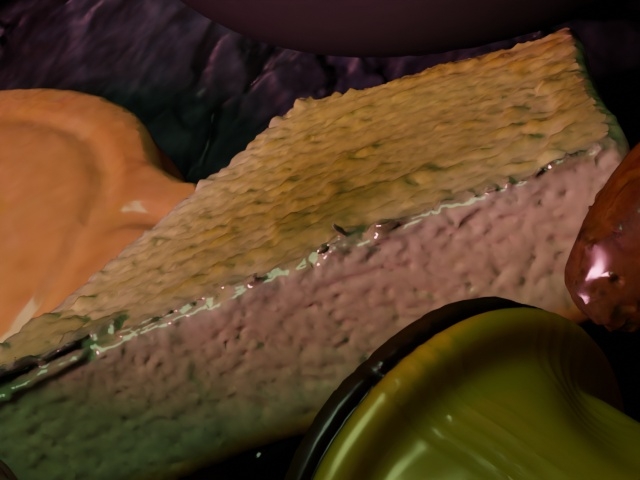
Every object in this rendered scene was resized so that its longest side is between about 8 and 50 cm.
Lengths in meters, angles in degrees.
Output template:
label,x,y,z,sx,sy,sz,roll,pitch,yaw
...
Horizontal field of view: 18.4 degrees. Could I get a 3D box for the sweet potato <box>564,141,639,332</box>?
label,x,y,z,sx,sy,sz,roll,pitch,yaw
sweet potato,0.231,-0.057,0.469,0.359,0.112,0.112,-19,44,18

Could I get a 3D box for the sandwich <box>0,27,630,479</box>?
label,x,y,z,sx,sy,sz,roll,pitch,yaw
sandwich,0.000,0.000,0.593,0.193,0.058,0.162,-21,19,8

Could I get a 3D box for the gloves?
label,x,y,z,sx,sy,sz,roll,pitch,yaw
gloves,0.126,0.112,0.398,0.133,0.116,0.294,-42,41,-22

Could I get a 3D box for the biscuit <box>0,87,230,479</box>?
label,x,y,z,sx,sy,sz,roll,pitch,yaw
biscuit,-0.164,0.083,0.688,0.312,0.057,0.351,-18,45,26

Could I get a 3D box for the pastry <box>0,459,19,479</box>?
label,x,y,z,sx,sy,sz,roll,pitch,yaw
pastry,-0.159,0.204,0.405,0.409,0.245,0.410,-16,55,24

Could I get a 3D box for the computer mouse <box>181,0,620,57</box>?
label,x,y,z,sx,sy,sz,roll,pitch,yaw
computer mouse,0.058,-0.117,0.637,0.269,0.100,0.170,-9,19,27
